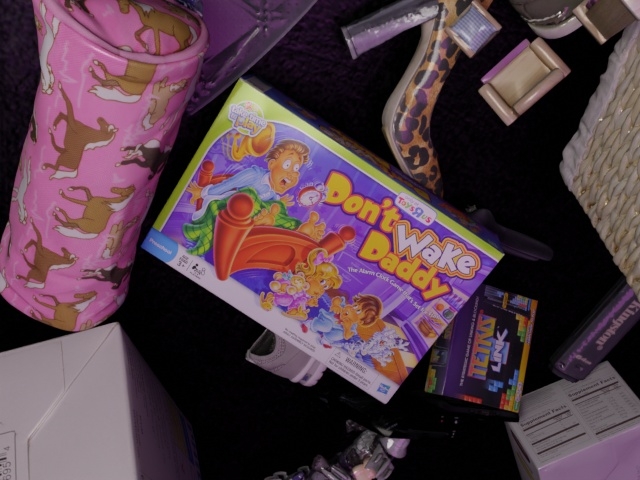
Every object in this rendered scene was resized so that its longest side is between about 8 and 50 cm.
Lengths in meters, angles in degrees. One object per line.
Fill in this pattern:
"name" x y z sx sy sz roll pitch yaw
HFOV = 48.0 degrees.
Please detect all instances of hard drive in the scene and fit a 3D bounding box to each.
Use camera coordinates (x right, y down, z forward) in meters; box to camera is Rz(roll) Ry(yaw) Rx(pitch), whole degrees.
"hard drive" -0.105 -0.272 0.744 0.254 0.054 0.172 -41 122 14

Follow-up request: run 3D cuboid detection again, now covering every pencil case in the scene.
"pencil case" -0.236 -0.078 0.730 0.160 0.167 0.386 29 127 1

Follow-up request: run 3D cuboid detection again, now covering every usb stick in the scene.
"usb stick" 0.470 0.114 1.135 0.077 0.045 0.278 23 114 -26

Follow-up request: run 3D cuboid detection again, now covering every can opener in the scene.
"can opener" 0.249 -0.002 1.005 0.186 0.059 0.073 14 91 -32

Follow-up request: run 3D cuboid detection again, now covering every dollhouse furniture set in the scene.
"dollhouse furniture set" 0.185 -0.312 0.648 0.286 0.198 0.303 -41 88 15

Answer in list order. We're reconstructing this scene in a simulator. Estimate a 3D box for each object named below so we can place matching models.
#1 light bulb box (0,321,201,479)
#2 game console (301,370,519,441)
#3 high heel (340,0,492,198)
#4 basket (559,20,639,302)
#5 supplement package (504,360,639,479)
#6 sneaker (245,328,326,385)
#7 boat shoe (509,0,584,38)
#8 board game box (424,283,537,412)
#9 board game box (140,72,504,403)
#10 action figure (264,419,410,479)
"light bulb box" -0.274 0.350 0.855 0.225 0.358 0.361 -14 147 -4
"game console" 0.162 0.250 1.067 0.361 0.213 0.044 14 89 -35
"high heel" 0.156 -0.173 0.846 0.186 0.093 0.261 -24 118 5
"basket" 0.511 -0.107 0.822 0.328 0.266 0.331 -1 140 -8
"supplement package" 0.453 0.375 1.236 0.204 0.145 0.262 -23 124 1
"sneaker" -0.019 0.081 0.959 0.115 0.105 0.281 12 116 -17
"boat shoe" 0.324 -0.355 0.758 0.091 0.109 0.305 24 118 -42
"board game box" 0.236 0.152 1.047 0.141 0.048 0.170 17 79 -24
"board game box" 0.000 0.000 0.843 0.347 0.078 0.233 33 108 -3
"action figure" 0.030 0.346 1.105 0.285 0.099 0.185 -38 167 26
